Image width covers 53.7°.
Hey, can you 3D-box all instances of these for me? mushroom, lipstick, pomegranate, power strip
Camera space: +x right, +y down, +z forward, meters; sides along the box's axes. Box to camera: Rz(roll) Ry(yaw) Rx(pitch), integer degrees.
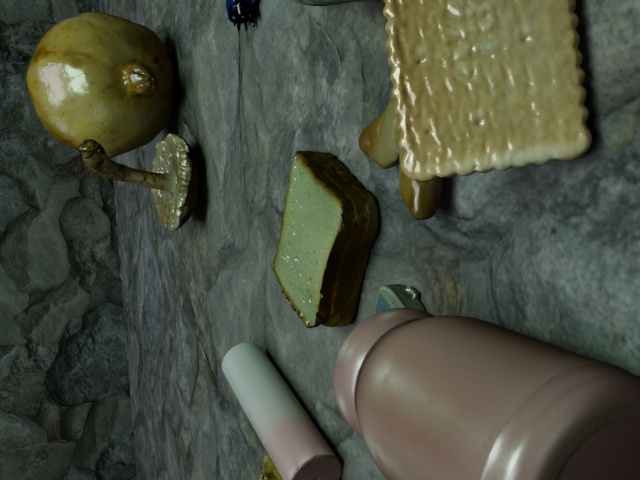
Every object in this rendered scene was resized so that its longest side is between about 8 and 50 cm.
[{"bbox_3d":[-0.418,-0.171,1.498,0.233,0.301,0.208,-24,38,49],"label":"mushroom"},{"bbox_3d":[-0.076,0.289,1.060,0.327,0.087,0.087,41,129,55],"label":"lipstick"},{"bbox_3d":[-0.547,-0.403,1.641,0.410,0.409,0.411,15,107,63],"label":"pomegranate"},{"bbox_3d":[0.080,0.155,0.789,0.080,0.029,0.227,51,137,50],"label":"power strip"}]

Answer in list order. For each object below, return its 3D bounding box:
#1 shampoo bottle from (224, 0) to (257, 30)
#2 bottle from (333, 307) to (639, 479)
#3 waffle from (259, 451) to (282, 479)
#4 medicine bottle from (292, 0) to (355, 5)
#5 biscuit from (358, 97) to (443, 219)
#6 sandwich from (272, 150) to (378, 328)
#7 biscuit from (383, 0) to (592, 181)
[{"bbox_3d":[-0.152,-0.468,1.152,0.087,0.050,0.183,-39,59,56],"label":"shampoo bottle"},{"bbox_3d":[0.131,0.166,0.544,0.206,0.173,0.296,58,162,-21],"label":"bottle"},{"bbox_3d":[-0.089,0.357,1.062,0.191,0.125,0.032,39,126,53],"label":"waffle"},{"bbox_3d":[0.008,-0.350,0.699,0.293,0.170,0.170,-140,51,-63],"label":"medicine bottle"},{"bbox_3d":[0.109,-0.146,0.668,0.164,0.047,0.208,-117,33,-45],"label":"biscuit"},{"bbox_3d":[0.000,0.000,0.893,0.186,0.065,0.215,50,136,50],"label":"sandwich"},{"bbox_3d":[0.134,-0.181,0.538,0.160,0.030,0.250,-8,87,20],"label":"biscuit"}]
